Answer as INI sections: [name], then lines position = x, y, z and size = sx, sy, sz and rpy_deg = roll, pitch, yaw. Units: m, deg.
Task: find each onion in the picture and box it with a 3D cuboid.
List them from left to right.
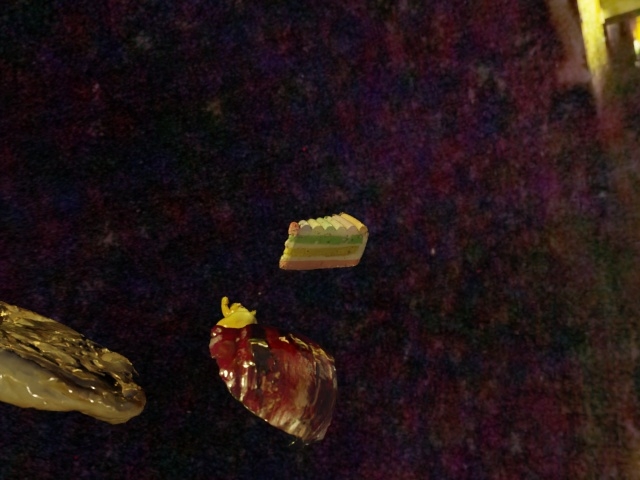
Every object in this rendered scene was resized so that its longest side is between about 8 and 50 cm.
[onion]
position = -0.086, 0.254, 1.103
size = 0.280, 0.146, 0.314
rpy_deg = 36, 12, -24

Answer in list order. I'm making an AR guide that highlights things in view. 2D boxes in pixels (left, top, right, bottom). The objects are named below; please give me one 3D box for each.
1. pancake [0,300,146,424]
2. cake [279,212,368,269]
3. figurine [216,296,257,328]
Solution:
[pancake]
position = -0.342, 0.082, 0.516
size = 0.382, 0.382, 0.071
rpy_deg = 42, 68, -44
[cake]
position = 0.015, 0.009, 1.192
size = 0.225, 0.090, 0.110
rpy_deg = -11, 123, -48
[figurine]
position = -0.244, 0.252, 1.539
size = 0.131, 0.246, 0.156
rpy_deg = 27, 94, -21
